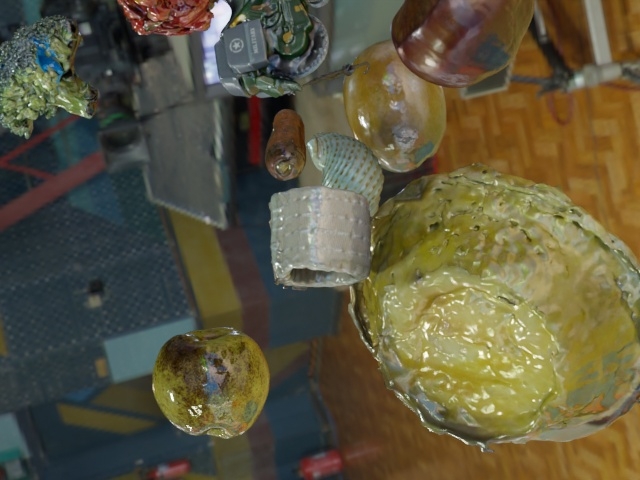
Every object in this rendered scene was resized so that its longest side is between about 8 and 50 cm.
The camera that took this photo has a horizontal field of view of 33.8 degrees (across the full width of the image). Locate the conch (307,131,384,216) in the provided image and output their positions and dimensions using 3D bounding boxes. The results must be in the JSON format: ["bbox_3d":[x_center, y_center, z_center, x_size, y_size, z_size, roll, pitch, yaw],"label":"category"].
[{"bbox_3d":[0.049,-0.108,1.691,0.135,0.102,0.153,-64,-41,-71],"label":"conch"}]

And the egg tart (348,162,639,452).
[{"bbox_3d":[0.174,0.092,1.085,0.132,0.345,0.345,-46,-46,-53],"label":"egg tart"}]

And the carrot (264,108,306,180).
[{"bbox_3d":[-0.048,-0.142,1.547,0.186,0.060,0.060,-86,-10,-61],"label":"carrot"}]

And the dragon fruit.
[{"bbox_3d":[-0.208,-0.338,1.401,0.150,0.133,0.208,-62,-4,12],"label":"dragon fruit"}]

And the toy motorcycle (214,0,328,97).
[{"bbox_3d":[-0.088,-0.284,1.190,0.125,0.187,0.274,39,-140,-68],"label":"toy motorcycle"}]

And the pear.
[{"bbox_3d":[-0.184,0.245,1.784,0.197,0.197,0.197,165,90,-77],"label":"pear"}]

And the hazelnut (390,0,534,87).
[{"bbox_3d":[0.196,-0.303,1.403,0.178,0.204,0.178,33,168,8],"label":"hazelnut"}]

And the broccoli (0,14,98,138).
[{"bbox_3d":[-0.384,-0.228,1.486,0.154,0.160,0.167,-26,43,61],"label":"broccoli"}]

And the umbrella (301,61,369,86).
[{"bbox_3d":[0.023,-0.248,1.556,0.022,0.149,0.022,21,118,38],"label":"umbrella"}]

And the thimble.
[{"bbox_3d":[0.000,0.000,1.069,0.102,0.115,0.090,-10,75,39],"label":"thimble"}]

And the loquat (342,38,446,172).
[{"bbox_3d":[0.129,-0.231,1.826,0.179,0.179,0.227,144,113,-76],"label":"loquat"}]
